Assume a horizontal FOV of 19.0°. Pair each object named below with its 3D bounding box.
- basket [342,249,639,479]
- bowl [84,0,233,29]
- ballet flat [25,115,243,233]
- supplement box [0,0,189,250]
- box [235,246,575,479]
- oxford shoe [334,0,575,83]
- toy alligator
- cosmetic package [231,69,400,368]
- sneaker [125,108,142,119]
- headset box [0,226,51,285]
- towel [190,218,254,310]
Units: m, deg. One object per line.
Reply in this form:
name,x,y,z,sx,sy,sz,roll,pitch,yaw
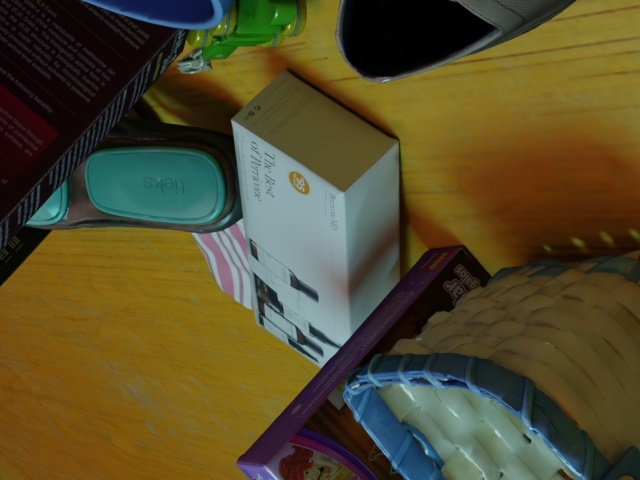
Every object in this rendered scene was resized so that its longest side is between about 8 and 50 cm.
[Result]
basket,0.105,0.146,1.079,0.201,0.289,0.255,53,162,-12
bowl,-0.200,-0.223,0.867,0.391,0.077,0.391,27,175,3
ballet flat,-0.165,-0.053,1.402,0.280,0.096,0.095,11,107,23
supplement box,-0.198,-0.078,1.091,0.130,0.239,0.073,40,163,2
box,0.113,0.177,1.268,0.293,0.201,0.057,48,161,-14
oxford shoe,0.092,-0.150,0.724,0.130,0.133,0.364,42,161,4
toy alligator,-0.055,-0.142,1.165,0.189,0.056,0.051,168,100,-68
cosmetic package,0.000,0.000,1.296,0.099,0.060,0.239,32,152,23
sneaker,-0.245,-0.058,1.548,0.282,0.153,0.099,18,149,50
headset box,-0.393,-0.026,1.698,0.131,0.283,0.246,-40,98,26
towel,-0.045,0.023,1.515,0.197,0.029,0.144,26,154,40
